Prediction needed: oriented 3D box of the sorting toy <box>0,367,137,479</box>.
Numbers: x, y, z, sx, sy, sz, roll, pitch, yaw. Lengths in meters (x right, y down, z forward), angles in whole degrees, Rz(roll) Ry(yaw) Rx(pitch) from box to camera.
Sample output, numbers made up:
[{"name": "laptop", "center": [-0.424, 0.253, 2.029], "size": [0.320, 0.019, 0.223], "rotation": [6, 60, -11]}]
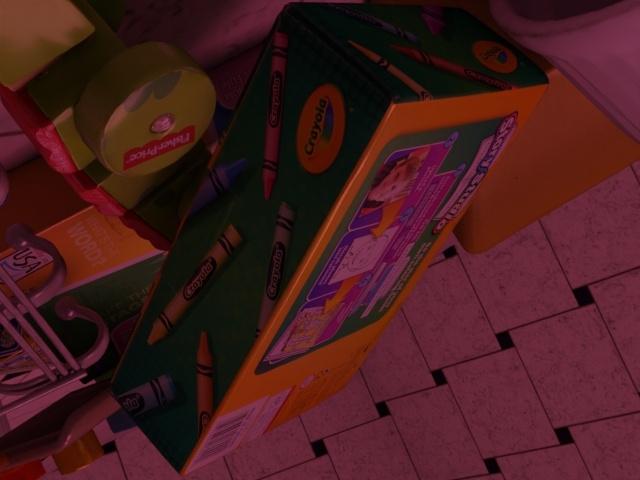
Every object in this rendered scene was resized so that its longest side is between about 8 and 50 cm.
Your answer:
[{"name": "sorting toy", "center": [-0.210, 0.161, 0.754], "size": [0.196, 0.047, 0.347], "rotation": [-27, -177, 30]}]

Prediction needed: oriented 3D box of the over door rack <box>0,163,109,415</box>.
[{"name": "over door rack", "center": [-0.308, 0.082, 0.536], "size": [0.324, 0.108, 0.239], "rotation": [-35, 155, -15]}]

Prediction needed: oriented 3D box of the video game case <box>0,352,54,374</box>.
[{"name": "video game case", "center": [-0.312, 0.108, 1.105], "size": [0.193, 0.023, 0.212], "rotation": [-33, 170, 10]}]

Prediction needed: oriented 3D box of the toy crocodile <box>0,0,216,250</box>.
[{"name": "toy crocodile", "center": [-0.109, -0.058, 0.507], "size": [0.105, 0.115, 0.340], "rotation": [-41, 158, -2]}]

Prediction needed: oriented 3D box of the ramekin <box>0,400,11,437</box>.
[{"name": "ramekin", "center": [-0.476, 0.250, 1.077], "size": [0.207, 0.109, 0.207], "rotation": [-30, 169, -6]}]

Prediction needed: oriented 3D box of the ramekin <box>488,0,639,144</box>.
[{"name": "ramekin", "center": [0.242, -0.172, 0.487], "size": [0.277, 0.135, 0.277], "rotation": [-40, -156, 22]}]

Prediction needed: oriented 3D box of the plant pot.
[{"name": "plant pot", "center": [0.154, -0.150, 0.729], "size": [0.212, 0.212, 0.187], "rotation": [-31, 158, 1]}]

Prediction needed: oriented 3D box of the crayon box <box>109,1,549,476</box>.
[{"name": "crayon box", "center": [0.000, 0.000, 0.530], "size": [0.165, 0.081, 0.278], "rotation": [-17, 144, -50]}]

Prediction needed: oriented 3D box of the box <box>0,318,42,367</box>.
[{"name": "box", "center": [-0.273, 0.070, 0.945], "size": [0.169, 0.054, 0.059], "rotation": [-31, 170, -2]}]

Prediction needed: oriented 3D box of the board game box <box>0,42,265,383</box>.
[{"name": "board game box", "center": [-0.109, -0.022, 0.753], "size": [0.316, 0.064, 0.242], "rotation": [-29, 152, -9]}]
